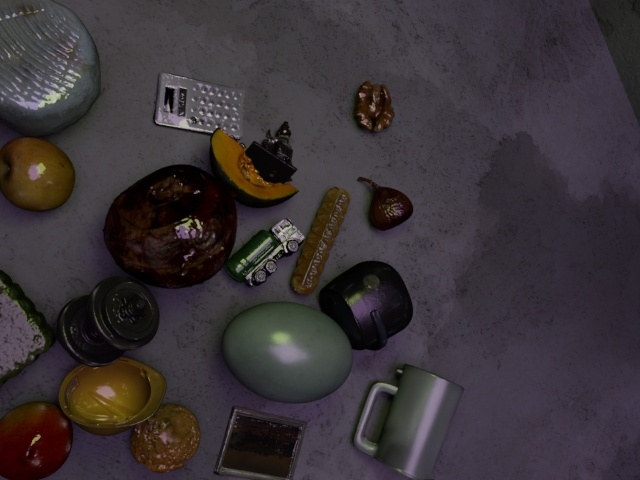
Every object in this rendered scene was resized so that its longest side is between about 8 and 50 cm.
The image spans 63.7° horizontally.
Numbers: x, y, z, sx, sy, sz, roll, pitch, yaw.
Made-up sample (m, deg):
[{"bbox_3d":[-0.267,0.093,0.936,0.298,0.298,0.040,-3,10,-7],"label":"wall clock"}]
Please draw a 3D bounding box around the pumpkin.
[{"bbox_3d":[-0.222,-0.151,1.457,0.312,0.148,0.169,34,42,-25],"label":"pumpkin"}]

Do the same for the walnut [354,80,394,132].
[{"bbox_3d":[0.176,-0.442,1.725,0.142,0.069,0.171,8,82,-22],"label":"walnut"}]

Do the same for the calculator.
[{"bbox_3d":[-0.353,-0.394,1.514,0.261,0.021,0.161,5,85,-24],"label":"calculator"}]

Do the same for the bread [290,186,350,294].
[{"bbox_3d":[0.001,0.000,1.617,0.084,0.077,0.368,27,78,-21],"label":"bread"}]

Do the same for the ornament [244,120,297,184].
[{"bbox_3d":[-0.142,-0.276,1.575,0.166,0.153,0.196,32,51,-20],"label":"ornament"}]

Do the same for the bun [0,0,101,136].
[{"bbox_3d":[-0.712,-0.428,1.260,0.354,0.194,0.355,6,78,-26],"label":"bun"}]

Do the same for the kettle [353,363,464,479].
[{"bbox_3d":[0.288,0.570,1.646,0.264,0.205,0.318,27,79,-23],"label":"kettle"}]

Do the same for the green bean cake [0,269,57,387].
[{"bbox_3d":[-0.795,0.220,1.208,0.247,0.156,0.250,-40,102,-22],"label":"green bean cake"}]

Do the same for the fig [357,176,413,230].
[{"bbox_3d":[0.211,-0.140,1.697,0.146,0.133,0.201,-27,89,-32],"label":"fig"}]

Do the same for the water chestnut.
[{"bbox_3d":[-0.372,-0.021,1.353,0.349,0.302,0.351,-2,57,3],"label":"water chestnut"}]

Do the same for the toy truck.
[{"bbox_3d":[-0.165,0.038,1.532,0.242,0.101,0.125,-42,92,-17],"label":"toy truck"}]

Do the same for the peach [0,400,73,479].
[{"bbox_3d":[-0.684,0.481,1.222,0.197,0.197,0.198,1,86,-24],"label":"peach"}]

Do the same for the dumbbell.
[{"bbox_3d":[-0.525,0.201,1.280,0.192,0.289,0.192,34,42,-37],"label":"dumbbell"}]

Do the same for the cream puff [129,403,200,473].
[{"bbox_3d":[-0.413,0.528,1.377,0.188,0.129,0.189,2,86,-27],"label":"cream puff"}]

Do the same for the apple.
[{"bbox_3d":[-0.699,-0.161,1.271,0.155,0.182,0.183,3,85,-53],"label":"apple"}]

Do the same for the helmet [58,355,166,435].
[{"bbox_3d":[-0.527,0.418,1.317,0.256,0.140,0.205,12,39,-1],"label":"helmet"}]

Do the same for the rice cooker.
[{"bbox_3d":[0.145,0.198,1.581,0.224,0.267,0.268,-27,98,-26],"label":"rice cooker"}]

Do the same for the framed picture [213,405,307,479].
[{"bbox_3d":[-0.172,0.618,1.539,0.252,0.014,0.197,20,80,-22],"label":"framed picture"}]

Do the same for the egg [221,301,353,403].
[{"bbox_3d":[-0.089,0.313,1.450,0.388,0.276,0.276,20,79,-22],"label":"egg"}]
